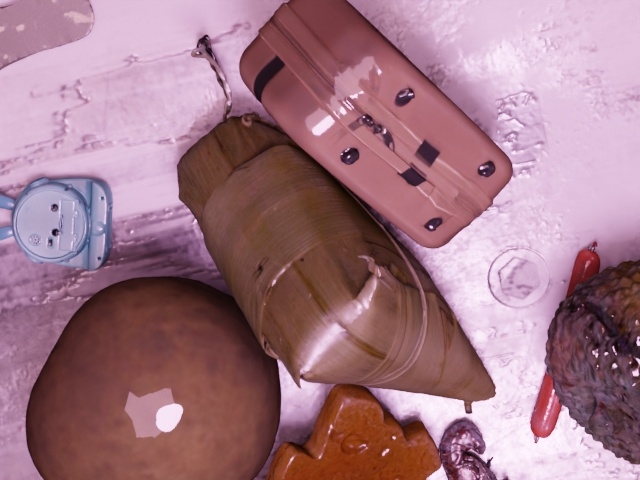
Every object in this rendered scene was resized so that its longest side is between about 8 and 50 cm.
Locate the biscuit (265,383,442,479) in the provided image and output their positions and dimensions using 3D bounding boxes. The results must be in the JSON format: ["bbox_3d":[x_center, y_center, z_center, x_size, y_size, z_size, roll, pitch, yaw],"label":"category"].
[{"bbox_3d":[0.005,0.308,1.836,0.301,0.043,0.278,-29,122,-16],"label":"biscuit"}]

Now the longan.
[{"bbox_3d":[-0.184,0.186,1.777,0.297,0.297,0.297,0,100,2],"label":"longan"}]

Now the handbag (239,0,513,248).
[{"bbox_3d":[0.044,-0.150,1.724,0.149,0.283,0.302,-46,134,10],"label":"handbag"}]

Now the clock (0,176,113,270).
[{"bbox_3d":[-0.320,-0.022,1.864,0.147,0.045,0.108,4,99,2],"label":"clock"}]

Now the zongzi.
[{"bbox_3d":[0.000,0.000,1.841,0.181,0.418,0.447,-43,56,15],"label":"zongzi"}]

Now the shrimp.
[{"bbox_3d":[0.194,0.292,1.892,0.065,0.056,0.165,-34,100,1],"label":"shrimp"}]

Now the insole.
[{"bbox_3d":[-0.381,-0.233,1.846,0.247,0.011,0.081,-18,100,6],"label":"insole"}]

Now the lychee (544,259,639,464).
[{"bbox_3d":[0.381,0.123,1.754,0.255,0.255,0.274,46,66,-6],"label":"lychee"}]

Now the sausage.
[{"bbox_3d":[0.289,0.122,1.870,0.034,0.034,0.253,13,99,0],"label":"sausage"}]
